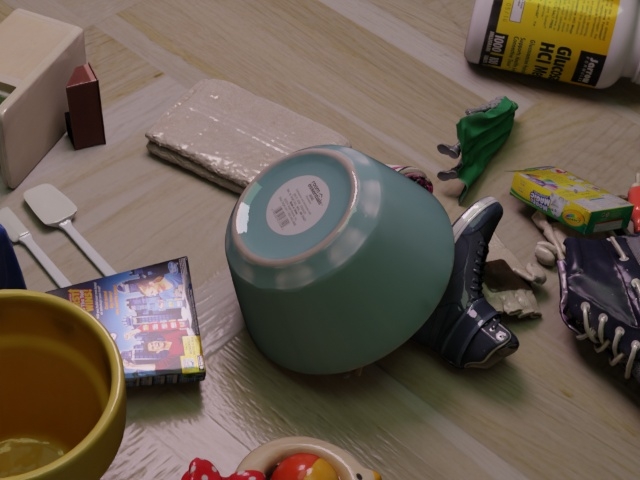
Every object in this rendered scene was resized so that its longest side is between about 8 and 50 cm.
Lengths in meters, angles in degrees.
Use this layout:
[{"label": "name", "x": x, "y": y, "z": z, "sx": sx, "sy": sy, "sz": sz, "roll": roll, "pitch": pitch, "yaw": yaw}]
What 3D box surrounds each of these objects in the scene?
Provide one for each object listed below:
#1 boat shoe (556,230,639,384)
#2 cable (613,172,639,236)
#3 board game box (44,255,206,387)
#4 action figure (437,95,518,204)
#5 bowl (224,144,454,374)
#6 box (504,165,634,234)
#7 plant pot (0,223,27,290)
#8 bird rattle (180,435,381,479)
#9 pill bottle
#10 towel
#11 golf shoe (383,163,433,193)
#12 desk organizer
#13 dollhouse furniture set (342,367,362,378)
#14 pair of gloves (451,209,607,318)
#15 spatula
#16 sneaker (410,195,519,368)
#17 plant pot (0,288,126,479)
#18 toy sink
[{"label": "boat shoe", "x": 0.403, "y": 0.134, "z": 1.455, "sx": 0.158, "sy": 0.127, "sz": 0.341, "roll": 0, "pitch": 49, "yaw": 0}, {"label": "cable", "x": 0.486, "y": 0.009, "z": 1.620, "sx": 0.139, "sy": 0.072, "sz": 0.287, "roll": 14, "pitch": 47, "yaw": 7}, {"label": "board game box", "x": -0.258, "y": 0.116, "z": 1.436, "sx": 0.194, "sy": 0.060, "sz": 0.194, "roll": -4, "pitch": 49, "yaw": -13}, {"label": "action figure", "x": 0.257, "y": -0.170, "z": 1.750, "sx": 0.063, "sy": 0.137, "sz": 0.232, "roll": 18, "pitch": 37, "yaw": 28}, {"label": "bowl", "x": 0.000, "y": 0.000, "z": 1.419, "sx": 0.311, "sy": 0.163, "sz": 0.312, "roll": -16, "pitch": 51, "yaw": 21}, {"label": "box", "x": 0.368, "y": -0.066, "z": 1.660, "sx": 0.105, "sy": 0.043, "sz": 0.179, "roll": -8, "pitch": 31, "yaw": -36}, {"label": "plant pot", "x": -0.516, "y": 0.067, "z": 1.347, "sx": 0.236, "sy": 0.236, "sz": 0.212, "roll": 27, "pitch": 56, "yaw": 18}, {"label": "bird rattle", "x": -0.040, "y": 0.309, "z": 1.272, "sx": 0.253, "sy": 0.143, "sz": 0.207, "roll": 14, "pitch": 33, "yaw": 25}, {"label": "pill bottle", "x": 0.427, "y": -0.366, "z": 1.892, "sx": 0.333, "sy": 0.188, "sz": 0.188, "roll": 13, "pitch": 46, "yaw": 6}, {"label": "towel", "x": -0.116, "y": -0.150, "z": 1.721, "sx": 0.282, "sy": 0.049, "sz": 0.187, "roll": 27, "pitch": 51, "yaw": 17}, {"label": "golf shoe", "x": 0.072, "y": -0.079, "z": 1.671, "sx": 0.186, "sy": 0.068, "sz": 0.086, "roll": -2, "pitch": 23, "yaw": -12}, {"label": "desk organizer", "x": -0.364, "y": -0.203, "z": 1.684, "sx": 0.050, "sy": 0.130, "sz": 0.047, "roll": -17, "pitch": 51, "yaw": -19}, {"label": "dollhouse furniture set", "x": 0.029, "y": 0.140, "z": 1.487, "sx": 0.114, "sy": 0.091, "sz": 0.081, "roll": 16, "pitch": 85, "yaw": 39}, {"label": "pair of gloves", "x": 0.319, "y": 0.028, "z": 1.605, "sx": 0.240, "sy": 0.042, "sz": 0.204, "roll": -5, "pitch": 47, "yaw": -12}, {"label": "spatula", "x": -0.388, "y": 0.020, "z": 1.544, "sx": 0.168, "sy": 0.019, "sz": 0.242, "roll": -29, "pitch": 56, "yaw": -31}, {"label": "sneaker", "x": 0.220, "y": 0.066, "z": 1.479, "sx": 0.163, "sy": 0.086, "sz": 0.226, "roll": 34, "pitch": 89, "yaw": 26}, {"label": "plant pot", "x": -0.338, "y": 0.223, "z": 1.204, "sx": 0.253, "sy": 0.239, "sz": 0.254, "roll": 4, "pitch": 46, "yaw": -4}, {"label": "toy sink", "x": -0.468, "y": -0.218, "z": 1.671, "sx": 0.131, "sy": 0.153, "sz": 0.234, "roll": 19, "pitch": 48, "yaw": 11}]
